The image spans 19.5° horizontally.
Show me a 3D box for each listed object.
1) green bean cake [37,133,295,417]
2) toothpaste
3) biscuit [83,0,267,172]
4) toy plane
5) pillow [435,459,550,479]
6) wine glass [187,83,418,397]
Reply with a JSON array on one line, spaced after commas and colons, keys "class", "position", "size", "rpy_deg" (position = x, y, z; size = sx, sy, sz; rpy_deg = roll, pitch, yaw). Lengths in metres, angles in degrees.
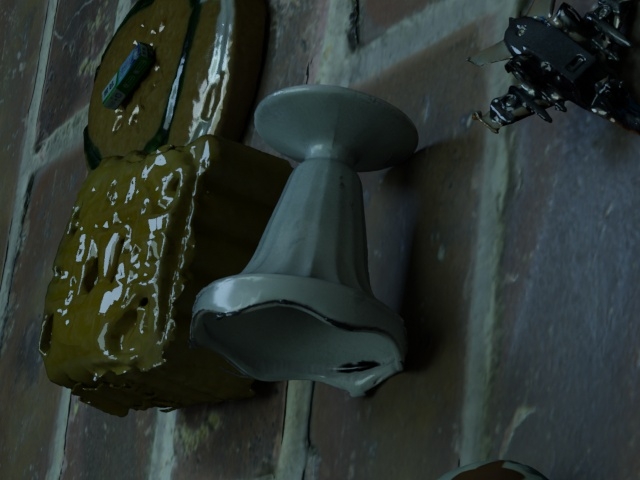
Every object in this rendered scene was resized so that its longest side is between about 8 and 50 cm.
[{"class": "green bean cake", "position": [-0.133, 0.030, 1.596], "size": [0.224, 0.131, 0.230], "rpy_deg": [-10, 63, 51]}, {"class": "toothpaste", "position": [-0.190, -0.161, 1.829], "size": [0.083, 0.017, 0.020], "rpy_deg": [-46, 39, 41]}, {"class": "biscuit", "position": [-0.150, -0.180, 1.847], "size": [0.343, 0.057, 0.287], "rpy_deg": [8, 82, 62]}, {"class": "toy plane", "position": [0.169, -0.106, 1.201], "size": [0.135, 0.062, 0.188], "rpy_deg": [-44, 33, 1]}, {"class": "pillow", "position": [0.098, 0.246, 1.132], "size": [0.233, 0.086, 0.214], "rpy_deg": [-36, 56, 47]}, {"class": "wine glass", "position": [0.000, 0.000, 1.375], "size": [0.165, 0.165, 0.197], "rpy_deg": [-28, 44, 55]}]
